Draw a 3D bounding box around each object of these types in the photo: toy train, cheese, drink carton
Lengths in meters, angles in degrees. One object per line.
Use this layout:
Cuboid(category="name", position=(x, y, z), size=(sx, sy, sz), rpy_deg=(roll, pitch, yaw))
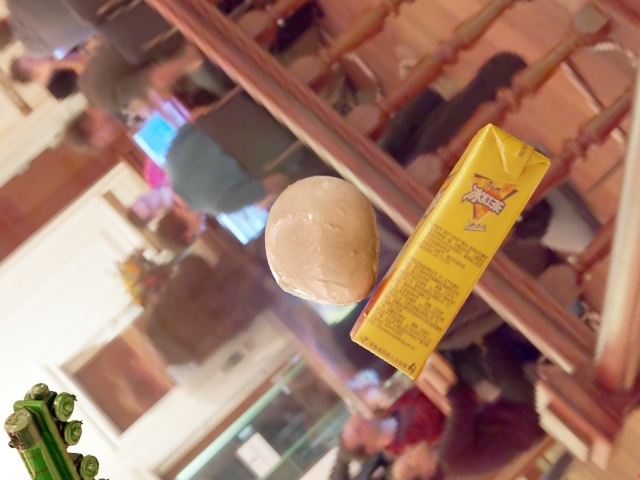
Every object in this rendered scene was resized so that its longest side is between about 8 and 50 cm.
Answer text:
Cuboid(category="toy train", position=(-0.390, 0.330, 1.773), size=(0.085, 0.119, 0.251), rpy_deg=(-2, 122, 27))
Cuboid(category="cheese", position=(0.000, 0.000, 1.766), size=(0.154, 0.189, 0.198), rpy_deg=(4, 179, -24))
Cuboid(category="drink carton", position=(0.179, 0.016, 1.685), size=(0.111, 0.351, 0.154), rpy_deg=(33, 179, 1))

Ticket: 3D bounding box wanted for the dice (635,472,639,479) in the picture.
Cuboid(category="dice", position=(0.416, 0.359, 1.342), size=(0.175, 0.174, 0.179), rpy_deg=(23, 156, 24))
